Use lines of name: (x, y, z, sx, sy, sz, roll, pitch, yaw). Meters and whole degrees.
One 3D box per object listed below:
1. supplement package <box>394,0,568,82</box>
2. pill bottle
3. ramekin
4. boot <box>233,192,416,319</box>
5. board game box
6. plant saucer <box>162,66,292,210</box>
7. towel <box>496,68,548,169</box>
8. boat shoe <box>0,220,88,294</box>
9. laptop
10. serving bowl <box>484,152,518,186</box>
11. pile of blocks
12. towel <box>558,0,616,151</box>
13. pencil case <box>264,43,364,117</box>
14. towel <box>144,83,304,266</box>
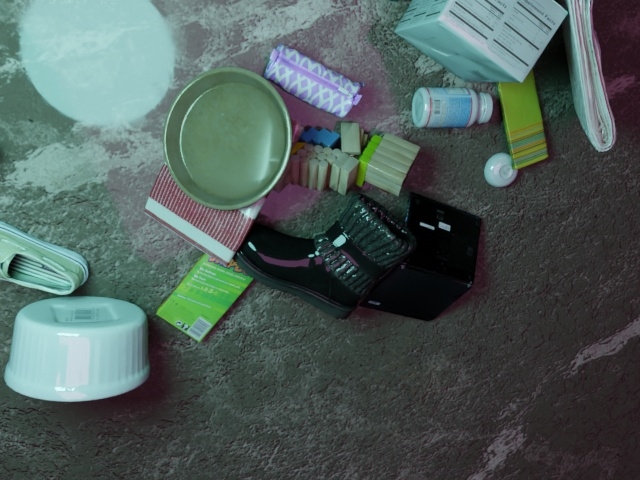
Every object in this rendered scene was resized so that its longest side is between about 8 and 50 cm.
supplement package: (0.298, -0.424, 1.070, 0.204, 0.262, 0.145, 29, 100, -16)
pill bottle: (0.288, -0.290, 1.202, 0.160, 0.087, 0.087, -2, 107, -9)
ramekin: (-0.488, 0.208, 1.125, 0.277, 0.277, 0.135, 6, 99, -12)
boot: (0.001, -0.002, 1.170, 0.347, 0.131, 0.260, 27, 123, -16)
board game box: (-0.245, 0.101, 1.255, 0.124, 0.039, 0.259, 38, 100, -19)
plant saucer: (-0.181, -0.198, 1.083, 0.277, 0.041, 0.278, 1, 94, 17)
towel: (0.460, -0.289, 1.257, 0.102, 0.021, 0.237, -20, 104, -17)
boat shoe: (-0.639, 0.032, 1.133, 0.302, 0.094, 0.109, 16, 103, -14)
laptop: (0.241, 0.049, 1.304, 0.234, 0.136, 0.265, 16, 79, -31)
serving bowl: (0.432, -0.165, 1.296, 0.083, 0.027, 0.083, -3, 107, -10)
pile of blocks: (0.028, -0.167, 1.200, 0.362, 0.149, 0.113, 5, 149, -2)
towel: (0.532, -0.370, 1.106, 0.053, 0.332, 0.317, -10, 110, 24)
pencil case: (-0.015, -0.328, 1.138, 0.206, 0.088, 0.086, 22, 100, -14)
towel: (-0.206, -0.144, 1.132, 0.237, 0.037, 0.329, 32, 101, 13)
